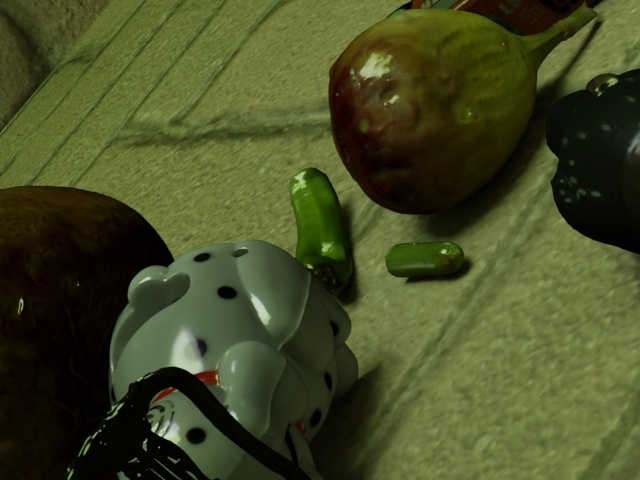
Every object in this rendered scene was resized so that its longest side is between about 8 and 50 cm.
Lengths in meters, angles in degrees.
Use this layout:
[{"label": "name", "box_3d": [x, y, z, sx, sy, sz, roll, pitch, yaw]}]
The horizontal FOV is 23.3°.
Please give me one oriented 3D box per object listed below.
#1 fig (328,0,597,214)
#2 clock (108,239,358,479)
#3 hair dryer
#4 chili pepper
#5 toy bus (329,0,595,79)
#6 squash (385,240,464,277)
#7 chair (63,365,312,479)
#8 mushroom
[{"label": "fig", "box_3d": [0.122, -0.128, 1.237, 0.257, 0.159, 0.159, -33, 16, -19]}, {"label": "clock", "box_3d": [-0.065, 0.130, 1.044, 0.189, 0.189, 0.254, -42, 20, 14]}, {"label": "hair dryer", "box_3d": [0.295, -0.121, 0.962, 0.359, 0.120, 0.304, -34, 8, 6]}, {"label": "chili pepper", "box_3d": [0.000, 0.000, 1.327, 0.202, 0.052, 0.050, -98, 24, -62]}, {"label": "toy bus", "box_3d": [0.178, -0.227, 1.336, 0.409, 0.093, 0.092, -37, 30, 25]}, {"label": "squash", "box_3d": [0.082, 0.014, 1.175, 0.027, 0.027, 0.083, -55, 24, -20]}, {"label": "chair", "box_3d": [-0.015, 0.170, 0.800, 0.106, 0.229, 0.113, -53, 19, -14]}, {"label": "mushroom", "box_3d": [-0.227, 0.111, 1.231, 0.239, 0.345, 0.345, 2, 51, 48]}]
